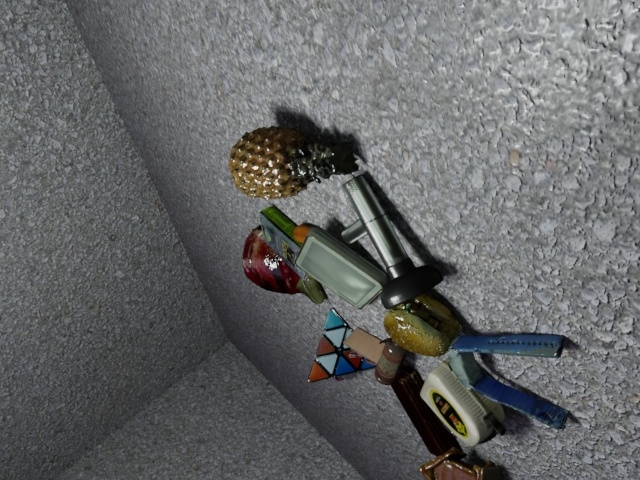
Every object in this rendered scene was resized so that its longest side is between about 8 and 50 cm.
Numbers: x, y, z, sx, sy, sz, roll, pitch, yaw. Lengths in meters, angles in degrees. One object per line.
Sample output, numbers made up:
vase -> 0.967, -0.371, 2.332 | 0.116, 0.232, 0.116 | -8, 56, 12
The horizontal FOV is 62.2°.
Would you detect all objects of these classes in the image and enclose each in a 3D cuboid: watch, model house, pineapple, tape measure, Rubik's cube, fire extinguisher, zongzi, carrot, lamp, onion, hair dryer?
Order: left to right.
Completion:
onion -> -0.186, 0.113, 2.042 | 0.280, 0.146, 0.314 | 22, 139, 44
pineapple -> -0.065, -0.189, 1.332 | 0.362, 0.202, 0.202 | 11, 134, 43
zongzi -> -0.003, 0.177, 1.919 | 0.154, 0.062, 0.130 | 43, 135, -2
carrot -> 0.000, 0.000, 1.637 | 0.271, 0.062, 0.066 | 20, 109, 46
lamp -> 0.053, 0.091, 1.593 | 0.269, 0.047, 0.266 | 36, 154, 3
Rubik's cube -> 0.135, 0.441, 2.000 | 0.234, 0.284, 0.250 | 13, 166, 26
hair dryer -> 0.158, 0.010, 1.348 | 0.320, 0.156, 0.284 | 62, 180, 12
fire extinguisher -> 0.220, 0.355, 1.632 | 0.075, 0.106, 0.252 | 34, 136, 23
model house -> 0.460, 0.782, 1.726 | 0.229, 0.219, 0.199 | 13, 180, 40
tape measure -> 0.395, 0.451, 1.454 | 0.231, 0.133, 0.271 | 50, 160, 25
watch -> 0.416, 0.283, 1.204 | 0.275, 0.068, 0.276 | 19, 140, 43

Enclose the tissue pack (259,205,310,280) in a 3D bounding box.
tissue pack -> -0.110, 0.008, 1.828 | 0.235, 0.073, 0.173 | 42, 153, 25

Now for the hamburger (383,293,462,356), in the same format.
hamburger -> 0.251, 0.226, 1.379 | 0.189, 0.122, 0.215 | 34, 158, 1

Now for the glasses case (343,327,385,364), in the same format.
glasses case -> 0.164, 0.385, 1.826 | 0.193, 0.102, 0.070 | 20, 147, 52

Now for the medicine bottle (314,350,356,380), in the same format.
medicine bottle -> 0.069, 0.510, 2.192 | 0.188, 0.094, 0.119 | 10, 132, 58

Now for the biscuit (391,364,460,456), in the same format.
biscuit -> 0.351, 0.589, 1.802 | 0.388, 0.073, 0.107 | 59, 157, -17
